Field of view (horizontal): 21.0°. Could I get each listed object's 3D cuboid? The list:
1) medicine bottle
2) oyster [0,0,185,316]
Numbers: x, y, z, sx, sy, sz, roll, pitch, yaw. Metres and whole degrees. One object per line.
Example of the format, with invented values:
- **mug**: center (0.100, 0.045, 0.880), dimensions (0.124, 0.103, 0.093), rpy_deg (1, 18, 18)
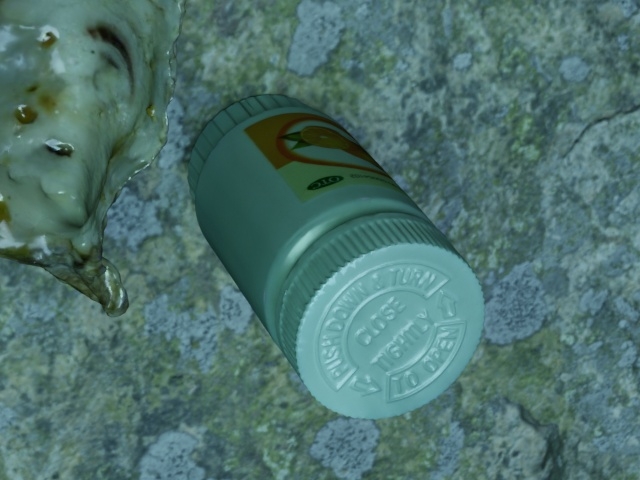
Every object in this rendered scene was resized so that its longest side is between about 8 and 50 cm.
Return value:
- **medicine bottle**: center (0.000, 0.000, 1.415), dimensions (0.158, 0.318, 0.158), rpy_deg (-10, 120, -18)
- **oyster**: center (-0.214, -0.108, 1.252), dimensions (0.204, 0.111, 0.396), rpy_deg (4, 122, -13)
